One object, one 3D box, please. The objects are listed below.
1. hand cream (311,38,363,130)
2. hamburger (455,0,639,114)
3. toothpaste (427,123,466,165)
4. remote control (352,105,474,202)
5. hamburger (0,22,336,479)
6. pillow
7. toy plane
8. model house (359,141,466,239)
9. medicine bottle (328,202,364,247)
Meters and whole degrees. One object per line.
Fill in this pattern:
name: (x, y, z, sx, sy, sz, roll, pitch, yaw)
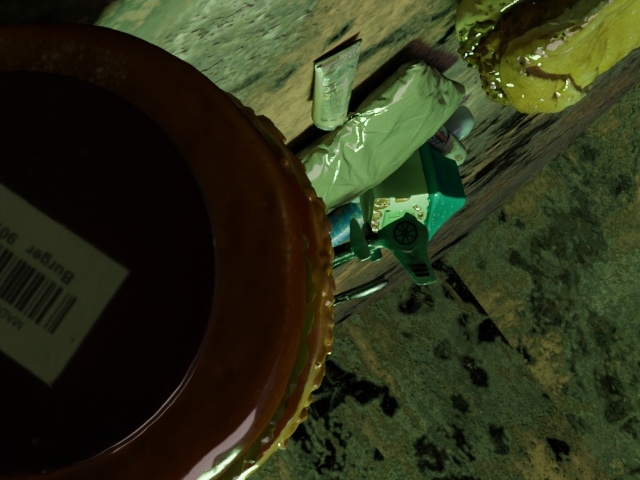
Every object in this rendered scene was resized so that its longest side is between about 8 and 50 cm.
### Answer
hand cream: (0.011, -0.165, 1.391, 0.061, 0.039, 0.143, -27, 160, -16)
hamburger: (0.288, -0.271, 1.479, 0.283, 0.144, 0.259, -41, 162, 5)
toothpaste: (0.171, -0.153, 1.926, 0.060, 0.038, 0.233, -43, 153, 9)
remote control: (0.137, -0.132, 2.022, 0.244, 0.047, 0.087, -33, 174, -13)
hamburger: (-0.152, 0.033, 0.832, 0.330, 0.330, 0.250, -36, 173, -1)
pillow: (0.055, -0.117, 1.665, 0.280, 0.076, 0.274, -39, 170, 14)
toy plane: (-0.039, 0.043, 1.727, 0.381, 0.155, 0.106, -21, 176, 10)
model house: (0.136, -0.070, 1.903, 0.149, 0.100, 0.127, -7, 147, -8)
medicine bottle: (0.000, 0.000, 2.179, 0.191, 0.051, 0.051, -38, 172, 5)
